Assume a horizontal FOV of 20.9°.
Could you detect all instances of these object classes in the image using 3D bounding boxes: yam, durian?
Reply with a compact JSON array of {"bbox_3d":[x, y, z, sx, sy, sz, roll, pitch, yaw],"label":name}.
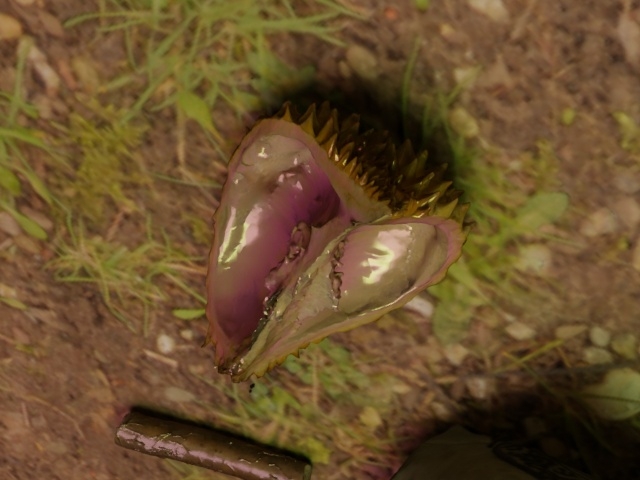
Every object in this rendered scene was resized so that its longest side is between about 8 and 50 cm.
[{"bbox_3d":[-0.078,0.153,1.256,0.145,0.032,0.032,15,131,10],"label":"yam"},{"bbox_3d":[-0.001,-0.002,1.034,0.165,0.132,0.182,17,136,20],"label":"durian"}]

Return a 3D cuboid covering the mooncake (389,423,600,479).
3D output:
[{"bbox_3d":[0.166,0.231,1.113,0.254,0.136,0.250,49,165,-19],"label":"mooncake"}]
